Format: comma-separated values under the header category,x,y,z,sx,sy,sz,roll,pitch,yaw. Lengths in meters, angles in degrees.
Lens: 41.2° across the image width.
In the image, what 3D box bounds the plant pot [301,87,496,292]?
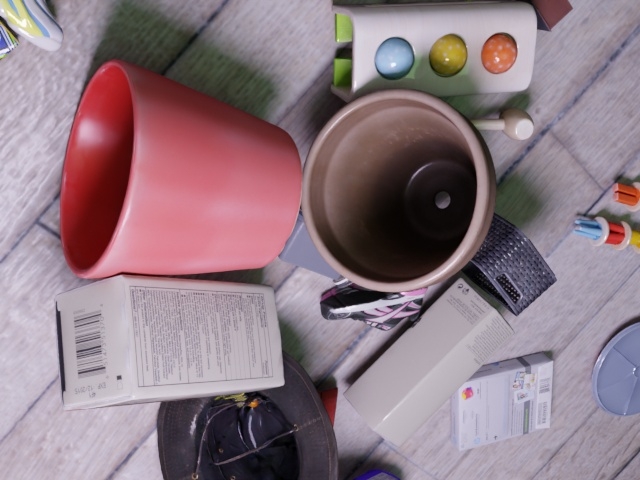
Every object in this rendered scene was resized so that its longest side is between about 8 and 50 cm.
category,x,y,z,sx,sy,sz,roll,pitch,yaw
plant pot,0.135,-0.065,1.188,0.229,0.263,0.263,-1,117,-64

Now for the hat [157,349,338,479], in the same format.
category,x,y,z,sx,sy,sz,roll,pitch,yaw
hat,-0.091,0.320,1.292,0.331,0.331,0.134,-55,154,7

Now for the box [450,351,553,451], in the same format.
category,x,y,z,sx,sy,sz,roll,pitch,yaw
box,0.323,0.288,1.520,0.186,0.038,0.145,-11,113,-17

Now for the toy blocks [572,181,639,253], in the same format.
category,x,y,z,sx,sy,sz,roll,pitch,yaw
toy blocks,0.506,-0.044,1.448,0.148,0.054,0.123,9,108,-22

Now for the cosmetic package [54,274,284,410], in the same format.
category,x,y,z,sx,sy,sz,roll,pitch,yaw
cosmetic package,-0.189,0.135,1.124,0.296,0.129,0.153,11,68,-55

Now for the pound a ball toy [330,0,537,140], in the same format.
category,x,y,z,sx,sy,sz,roll,pitch,yaw
pound a ball toy,0.181,-0.231,1.213,0.319,0.136,0.208,-6,112,-17

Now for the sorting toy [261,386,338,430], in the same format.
category,x,y,z,sx,sy,sz,roll,pitch,yaw
sorting toy,-0.057,0.405,1.407,0.126,0.127,0.365,10,106,2

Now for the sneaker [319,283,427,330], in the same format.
category,x,y,z,sx,sy,sz,roll,pitch,yaw
sneaker,0.088,0.112,1.350,0.178,0.072,0.077,-7,115,-16

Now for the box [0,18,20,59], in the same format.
category,x,y,z,sx,sy,sz,roll,pitch,yaw
box,-0.438,-0.286,1.011,0.054,0.059,0.169,-42,118,-3

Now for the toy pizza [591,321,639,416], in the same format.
category,x,y,z,sx,sy,sz,roll,pitch,yaw
toy pizza,0.590,0.238,1.600,0.201,0.032,0.201,-7,112,-18

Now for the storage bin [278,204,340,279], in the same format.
category,x,y,z,sx,sy,sz,roll,pitch,yaw
storage bin,0.000,0.000,1.267,0.135,0.098,0.091,20,113,-25

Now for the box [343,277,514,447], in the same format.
category,x,y,z,sx,sy,sz,roll,pitch,yaw
box,0.178,0.200,1.386,0.275,0.094,0.113,-44,140,1

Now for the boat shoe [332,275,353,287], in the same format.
category,x,y,z,sx,sy,sz,roll,pitch,yaw
boat shoe,0.078,0.045,1.335,0.125,0.046,0.038,-32,113,-15

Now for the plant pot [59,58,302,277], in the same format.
category,x,y,z,sx,sy,sz,roll,pitch,yaw
plant pot,-0.174,-0.074,1.089,0.243,0.275,0.275,8,107,-32

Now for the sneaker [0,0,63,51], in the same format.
category,x,y,z,sx,sy,sz,roll,pitch,yaw
sneaker,-0.363,-0.343,0.999,0.126,0.091,0.240,-41,117,-2

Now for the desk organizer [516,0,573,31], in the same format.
category,x,y,z,sx,sy,sz,roll,pitch,yaw
desk organizer,0.313,-0.375,1.255,0.050,0.047,0.130,-44,118,-2

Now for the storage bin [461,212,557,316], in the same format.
category,x,y,z,sx,sy,sz,roll,pitch,yaw
storage bin,0.265,0.022,1.315,0.084,0.180,0.122,-42,118,0

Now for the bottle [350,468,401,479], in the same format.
category,x,y,z,sx,sy,sz,roll,pitch,yaw
bottle,0.055,0.446,1.368,0.283,0.092,0.118,14,95,-67
